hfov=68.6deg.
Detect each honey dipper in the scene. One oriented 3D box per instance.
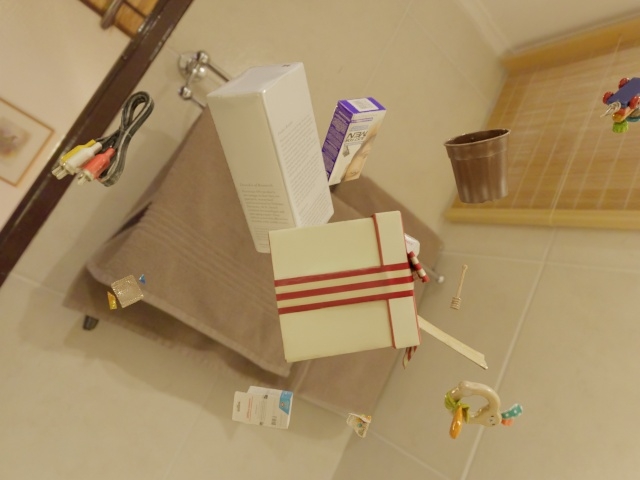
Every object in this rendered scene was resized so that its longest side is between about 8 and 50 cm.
[{"bbox_3d":[0.469,0.154,1.581,0.031,0.160,0.030,17,-17,5],"label":"honey dipper"}]

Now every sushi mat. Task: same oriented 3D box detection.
[{"bbox_3d":[0.445,0.349,1.671,0.317,0.019,0.151,32,11,8],"label":"sushi mat"}]

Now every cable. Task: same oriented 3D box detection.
[{"bbox_3d":[-0.457,-0.229,1.040,0.140,0.287,0.072,22,-19,26],"label":"cable"}]

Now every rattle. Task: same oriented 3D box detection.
[{"bbox_3d":[0.399,0.430,1.111,0.200,0.130,0.142,34,11,-8],"label":"rattle"}]

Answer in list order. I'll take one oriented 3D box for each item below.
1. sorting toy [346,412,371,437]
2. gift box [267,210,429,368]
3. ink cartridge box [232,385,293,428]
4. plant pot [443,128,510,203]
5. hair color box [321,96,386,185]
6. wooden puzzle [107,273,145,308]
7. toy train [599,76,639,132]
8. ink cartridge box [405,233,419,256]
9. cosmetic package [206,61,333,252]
[{"bbox_3d":[0.126,0.609,1.578,0.075,0.045,0.083,18,-57,9],"label":"sorting toy"},{"bbox_3d":[0.050,0.099,0.870,0.259,0.276,0.255,-9,1,-4],"label":"gift box"},{"bbox_3d":[-0.186,0.534,1.512,0.180,0.104,0.060,8,6,4],"label":"ink cartridge box"},{"bbox_3d":[0.419,-0.193,1.230,0.167,0.167,0.165,10,-60,51],"label":"plant pot"},{"bbox_3d":[0.115,-0.396,1.891,0.110,0.185,0.338,50,-42,27],"label":"hair color box"},{"bbox_3d":[-0.530,0.139,1.286,0.014,0.078,0.116,-18,1,44],"label":"wooden puzzle"},{"bbox_3d":[0.976,-0.411,1.530,0.105,0.248,0.143,35,-22,47],"label":"toy train"},{"bbox_3d":[0.246,0.064,1.744,0.154,0.212,0.093,32,-19,24],"label":"ink cartridge box"},{"bbox_3d":[-0.112,-0.207,1.245,0.162,0.230,0.452,5,-54,24],"label":"cosmetic package"}]
